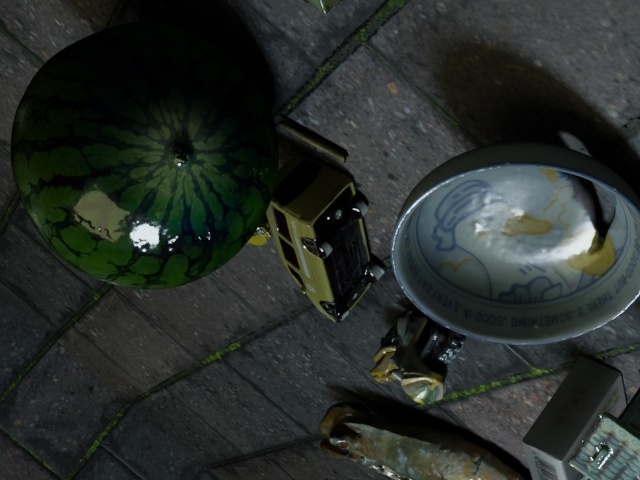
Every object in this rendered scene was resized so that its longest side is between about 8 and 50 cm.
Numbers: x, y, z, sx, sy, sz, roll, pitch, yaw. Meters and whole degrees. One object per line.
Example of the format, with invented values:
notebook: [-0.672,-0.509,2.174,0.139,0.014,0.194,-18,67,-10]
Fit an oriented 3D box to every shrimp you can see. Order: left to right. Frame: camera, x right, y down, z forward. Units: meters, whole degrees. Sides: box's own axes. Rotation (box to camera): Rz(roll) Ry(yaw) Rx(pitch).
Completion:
shrimp: [0.185,0.372,2.496,0.446,0.110,0.221,19,160,33]

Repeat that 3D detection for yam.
yam: [-0.008,-0.127,1.904,0.107,0.014,0.014,30,157,20]

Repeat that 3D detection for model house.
model house: [0.420,0.223,1.644,0.224,0.215,0.198,34,157,11]

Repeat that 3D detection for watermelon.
watermelon: [-0.215,-0.103,1.861,0.363,0.363,0.363,33,158,15]

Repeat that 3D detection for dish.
dish: [0.216,-0.025,1.600,0.273,0.133,0.273,4,137,4]

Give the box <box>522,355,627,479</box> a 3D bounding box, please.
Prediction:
box: [0.342,0.276,1.962,0.067,0.149,0.233,28,156,33]

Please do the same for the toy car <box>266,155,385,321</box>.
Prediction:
toy car: [0.000,0.000,2.029,0.124,0.101,0.256,32,157,27]

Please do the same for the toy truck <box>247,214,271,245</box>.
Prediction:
toy truck: [-0.091,-0.044,2.064,0.063,0.123,0.052,-16,129,24]

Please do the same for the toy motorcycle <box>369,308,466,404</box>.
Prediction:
toy motorcycle: [0.129,0.170,2.118,0.094,0.129,0.229,24,164,-20]

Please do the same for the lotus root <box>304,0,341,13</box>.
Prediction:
lotus root: [-0.053,-0.377,1.311,0.267,0.149,0.260,43,164,47]
